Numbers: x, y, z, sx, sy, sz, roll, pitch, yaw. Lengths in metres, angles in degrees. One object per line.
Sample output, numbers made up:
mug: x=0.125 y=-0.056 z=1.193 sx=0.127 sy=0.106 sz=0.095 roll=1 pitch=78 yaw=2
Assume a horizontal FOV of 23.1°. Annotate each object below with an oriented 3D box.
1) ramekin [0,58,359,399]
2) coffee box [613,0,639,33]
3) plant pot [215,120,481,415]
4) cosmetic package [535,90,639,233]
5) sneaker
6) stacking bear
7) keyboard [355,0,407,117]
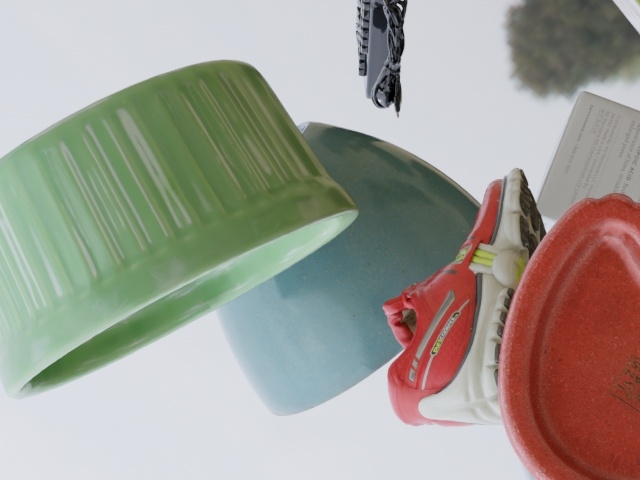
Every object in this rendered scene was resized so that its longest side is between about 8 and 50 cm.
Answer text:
ramekin: x=-0.136 y=-0.013 z=1.208 sx=0.148 sy=0.303 sz=0.303 roll=61 pitch=-158 yaw=5
coffee box: x=0.517 y=-0.375 z=1.901 sx=0.337 sy=0.338 sz=0.334 roll=50 pitch=-170 yaw=-3
plant pot: x=0.000 y=0.000 z=1.519 sx=0.195 sy=0.290 sz=0.290 roll=50 pitch=-164 yaw=-11
cosmetic package: x=0.424 y=-0.003 z=1.705 sx=0.385 sy=0.156 sz=0.217 roll=21 pitch=170 yaw=5
sneaker: x=0.106 y=0.037 z=1.154 sx=0.279 sy=0.118 sz=0.107 roll=-64 pitch=-43 yaw=-57
stacking bear: x=0.204 y=0.116 z=0.958 sx=0.175 sy=0.164 sz=0.289 roll=34 pitch=173 yaw=22
keyboard: x=0.058 y=-0.257 z=1.606 sx=0.033 sy=0.317 sz=0.201 roll=-8 pitch=-125 yaw=-5
